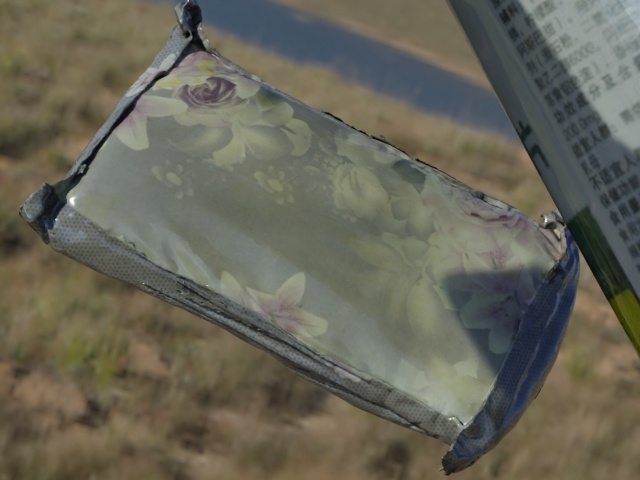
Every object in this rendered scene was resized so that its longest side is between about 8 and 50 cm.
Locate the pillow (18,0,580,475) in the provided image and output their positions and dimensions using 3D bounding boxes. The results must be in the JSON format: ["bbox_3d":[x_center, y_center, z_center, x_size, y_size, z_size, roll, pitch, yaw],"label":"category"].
[{"bbox_3d":[0.000,0.000,0.858,0.255,0.169,0.059,29,-28,-1],"label":"pillow"}]

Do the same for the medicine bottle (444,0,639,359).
[{"bbox_3d":[0.127,-0.083,0.644,0.141,0.141,0.293,-13,74,-62],"label":"medicine bottle"}]
